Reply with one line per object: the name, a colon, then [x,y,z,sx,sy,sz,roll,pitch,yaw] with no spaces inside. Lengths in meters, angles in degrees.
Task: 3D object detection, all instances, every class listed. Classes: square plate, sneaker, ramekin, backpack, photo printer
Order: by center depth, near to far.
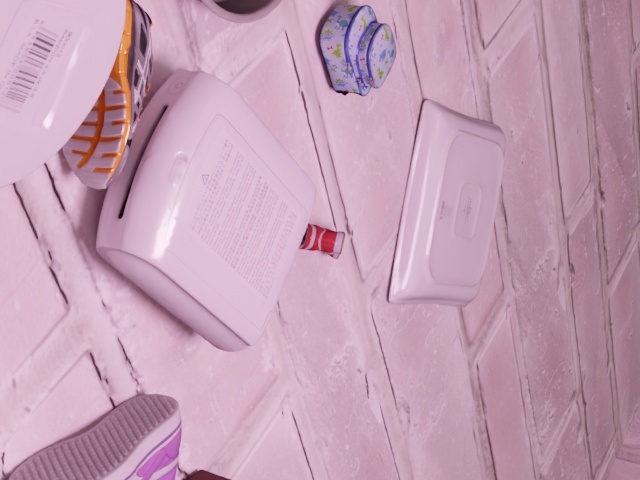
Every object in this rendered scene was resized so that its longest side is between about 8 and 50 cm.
ramekin: [-0.289,-0.174,1.059,0.277,0.135,0.277,-52,161,-26]
sneaker: [-0.218,-0.160,1.338,0.083,0.084,0.215,5,95,-65]
sneaker: [-0.248,0.301,1.426,0.282,0.102,0.161,-26,125,-55]
photo printer: [-0.136,-0.036,1.493,0.307,0.107,0.256,47,59,-55]
backpack: [0.055,-0.274,1.770,0.105,0.084,0.114,-62,144,-32]
sneaker: [0.000,0.000,1.822,0.118,0.067,0.042,110,-8,-85]
square plate: [0.239,-0.052,2.204,0.344,0.049,0.347,7,93,-61]

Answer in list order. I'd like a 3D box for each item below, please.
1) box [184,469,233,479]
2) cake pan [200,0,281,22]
box: [-0.037,0.439,1.552,0.143,0.381,0.191,-23,119,-53]
cake pan: [-0.104,-0.406,1.477,0.293,0.054,0.293,-28,123,-54]
